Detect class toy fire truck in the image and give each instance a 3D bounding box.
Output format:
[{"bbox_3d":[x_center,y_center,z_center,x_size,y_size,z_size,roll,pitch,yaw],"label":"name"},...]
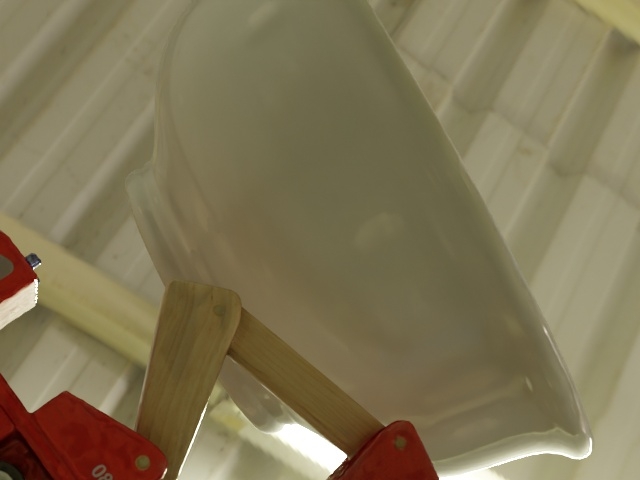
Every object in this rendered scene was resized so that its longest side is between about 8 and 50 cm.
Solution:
[{"bbox_3d":[-0.059,0.060,0.472,0.135,0.047,0.192,-35,-96,-19],"label":"toy fire truck"}]

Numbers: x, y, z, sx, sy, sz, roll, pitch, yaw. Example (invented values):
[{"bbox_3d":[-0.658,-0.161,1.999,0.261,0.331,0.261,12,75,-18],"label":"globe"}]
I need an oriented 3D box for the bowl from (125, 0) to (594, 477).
[{"bbox_3d":[0.000,0.000,0.648,0.134,0.298,0.298,-29,-101,1],"label":"bowl"}]
